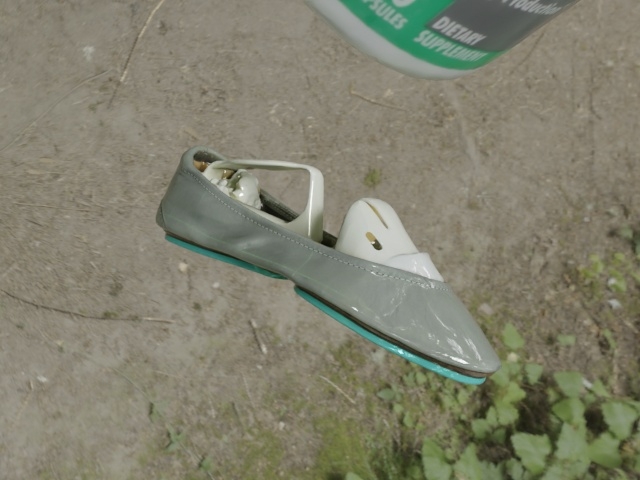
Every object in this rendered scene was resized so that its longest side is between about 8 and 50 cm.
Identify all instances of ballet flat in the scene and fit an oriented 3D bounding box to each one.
[{"bbox_3d":[0.000,0.000,0.369,0.072,0.213,0.068,10,101,-59],"label":"ballet flat"}]

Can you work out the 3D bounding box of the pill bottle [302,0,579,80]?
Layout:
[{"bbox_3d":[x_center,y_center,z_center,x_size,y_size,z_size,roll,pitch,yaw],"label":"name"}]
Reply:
[{"bbox_3d":[0.135,-0.239,0.284,0.204,0.361,0.204,20,56,-32],"label":"pill bottle"}]
